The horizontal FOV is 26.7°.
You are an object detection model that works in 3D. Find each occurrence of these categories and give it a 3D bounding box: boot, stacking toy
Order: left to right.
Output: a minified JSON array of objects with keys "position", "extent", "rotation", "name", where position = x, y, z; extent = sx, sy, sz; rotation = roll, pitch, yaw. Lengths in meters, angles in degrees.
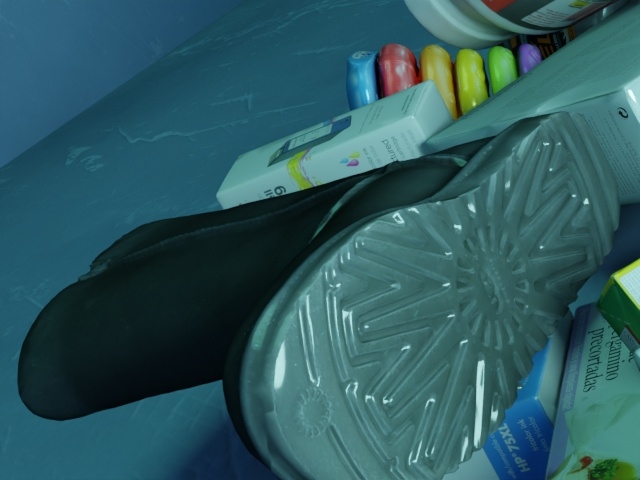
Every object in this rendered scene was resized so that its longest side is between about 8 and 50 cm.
[{"position":[-0.067,0.059,0.916],"extent":[0.445,0.146,0.367],"rotation":[-10,15,41],"name":"boot"},{"position":[0.185,-0.138,1.374],"extent":[0.302,0.165,0.175],"rotation":[-10,13,10],"name":"stacking toy"}]

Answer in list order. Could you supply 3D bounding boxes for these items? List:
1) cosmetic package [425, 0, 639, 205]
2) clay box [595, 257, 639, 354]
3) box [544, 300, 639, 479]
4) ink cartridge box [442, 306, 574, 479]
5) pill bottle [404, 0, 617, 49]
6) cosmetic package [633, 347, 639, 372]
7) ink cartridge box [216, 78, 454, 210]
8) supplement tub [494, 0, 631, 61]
[{"position":[0.307,-0.154,1.097],"extent":[0.377,0.097,0.284],"rotation":[-35,13,-21],"name":"cosmetic package"},{"position":[0.286,0.023,0.773],"extent":[0.222,0.127,0.053],"rotation":[-29,-20,-14],"name":"clay box"},{"position":[0.169,0.134,0.759],"extent":[0.063,0.067,0.324],"rotation":[-19,20,25],"name":"box"},{"position":[0.064,0.130,0.903],"extent":[0.231,0.078,0.134],"rotation":[-21,19,25],"name":"ink cartridge box"},{"position":[0.235,-0.319,1.286],"extent":[0.210,0.210,0.363],"rotation":[-40,8,-31],"name":"pill bottle"},{"position":[0.289,0.093,0.582],"extent":[0.224,0.138,0.224],"rotation":[-28,20,5],"name":"cosmetic package"},{"position":[0.035,-0.034,1.256],"extent":[0.212,0.154,0.093],"rotation":[-19,22,25],"name":"ink cartridge box"},{"position":[0.282,-0.233,1.484],"extent":[0.117,0.117,0.190],"rotation":[-39,20,-27],"name":"supplement tub"}]
